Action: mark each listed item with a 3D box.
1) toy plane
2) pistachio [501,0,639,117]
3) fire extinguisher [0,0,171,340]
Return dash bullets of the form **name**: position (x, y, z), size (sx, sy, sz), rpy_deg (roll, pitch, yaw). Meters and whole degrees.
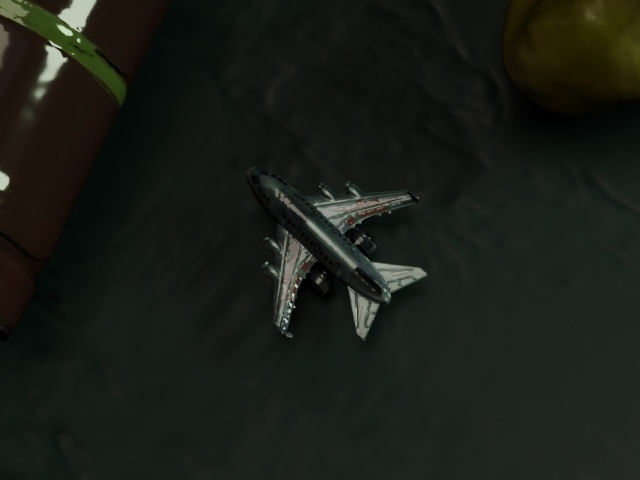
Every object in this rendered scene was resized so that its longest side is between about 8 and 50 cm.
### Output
- **toy plane**: position (0.000, 0.000, 0.544), size (0.083, 0.031, 0.078), rpy_deg (41, 79, 21)
- **pistachio**: position (0.158, -0.114, 0.530), size (0.189, 0.100, 0.110), rpy_deg (-15, 50, 3)
- **fire extinguisher**: position (-0.112, -0.134, 0.574), size (0.141, 0.105, 0.341), rpy_deg (19, 75, 14)
